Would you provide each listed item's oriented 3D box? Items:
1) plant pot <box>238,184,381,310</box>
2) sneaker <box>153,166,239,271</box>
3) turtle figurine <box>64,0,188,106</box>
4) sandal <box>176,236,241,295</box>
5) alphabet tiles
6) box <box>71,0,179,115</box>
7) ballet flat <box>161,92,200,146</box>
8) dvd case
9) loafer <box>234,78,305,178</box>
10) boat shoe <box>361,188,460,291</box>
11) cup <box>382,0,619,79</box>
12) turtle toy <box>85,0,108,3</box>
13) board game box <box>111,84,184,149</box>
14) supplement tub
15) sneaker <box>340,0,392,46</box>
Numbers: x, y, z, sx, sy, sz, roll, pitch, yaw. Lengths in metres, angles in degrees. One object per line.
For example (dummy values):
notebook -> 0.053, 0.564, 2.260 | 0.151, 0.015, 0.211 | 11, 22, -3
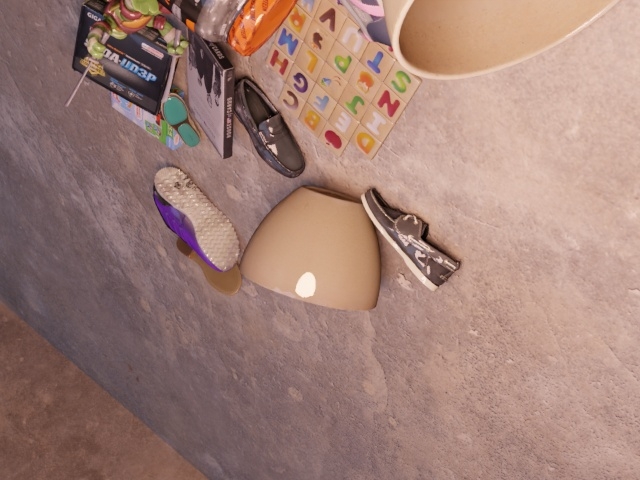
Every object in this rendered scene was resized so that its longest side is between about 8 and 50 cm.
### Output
plant pot -> 0.000, 0.000, 1.616 | 0.284, 0.284, 0.191 | 22, 102, 34
sneaker -> -0.314, -0.039, 2.041 | 0.293, 0.102, 0.146 | 54, 149, 3
turtle figurine -> -0.335, -0.385, 1.572 | 0.198, 0.275, 0.266 | 17, 162, -28
sandal -> -0.270, 0.065, 2.121 | 0.240, 0.088, 0.079 | 38, 175, 28
alphabet tiles -> 0.031, -0.305, 1.484 | 0.285, 0.011, 0.342 | 44, 145, 8
box -> -0.417, -0.392, 1.766 | 0.220, 0.051, 0.175 | 30, 134, 2
ballet flat -> -0.315, -0.273, 1.826 | 0.168, 0.057, 0.052 | 70, 173, -53
dvd case -> -0.227, -0.310, 1.687 | 0.179, 0.029, 0.239 | 55, 154, 31
loafer -> -0.105, -0.224, 1.650 | 0.223, 0.076, 0.078 | 54, 153, 0
boat shoe -> 0.168, -0.015, 1.565 | 0.079, 0.084, 0.233 | -44, 78, 17
cup -> 0.205, -0.387, 1.002 | 0.331, 0.331, 0.237 | -48, 56, 55
turtle toy -> -0.454, -0.533, 1.755 | 0.130, 0.066, 0.095 | 30, 142, 25
board game box -> -0.405, -0.328, 1.915 | 0.211, 0.039, 0.160 | 36, 142, 20
supplement tub -> -0.205, -0.477, 1.373 | 0.338, 0.207, 0.207 | 40, 145, 0
sneaker -> 0.047, -0.411, 1.218 | 0.131, 0.112, 0.319 | 11, 148, 40
